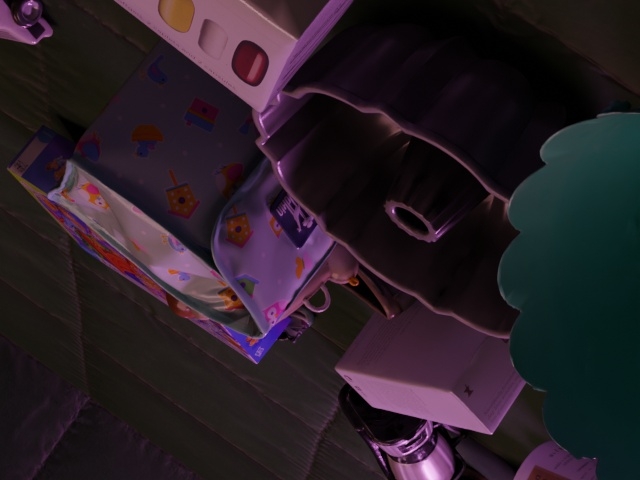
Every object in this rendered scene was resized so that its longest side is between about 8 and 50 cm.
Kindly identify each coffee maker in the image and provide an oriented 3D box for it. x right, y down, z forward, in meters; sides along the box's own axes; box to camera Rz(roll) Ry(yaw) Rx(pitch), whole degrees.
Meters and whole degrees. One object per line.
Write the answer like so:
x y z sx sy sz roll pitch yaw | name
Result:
0.092 0.238 2.122 0.171 0.120 0.178 24 157 34 | coffee maker

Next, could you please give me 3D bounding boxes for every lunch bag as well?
-0.094 -0.059 1.586 0.262 0.223 0.160 37 154 -3 | lunch bag

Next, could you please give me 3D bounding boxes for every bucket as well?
0.270 0.031 1.064 0.281 0.183 0.281 25 123 45 | bucket

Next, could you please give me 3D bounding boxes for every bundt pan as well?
0.108 -0.061 1.382 0.331 0.124 0.331 32 161 13 | bundt pan

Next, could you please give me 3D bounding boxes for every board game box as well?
-0.222 0.005 2.119 0.347 0.078 0.233 30 166 32 | board game box

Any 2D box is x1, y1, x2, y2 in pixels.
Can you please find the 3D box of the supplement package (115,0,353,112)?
-0.073 -0.258 1.110 0.262 0.204 0.145 37 161 0 | supplement package

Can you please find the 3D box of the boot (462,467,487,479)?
0.172 0.353 2.341 0.197 0.073 0.152 46 163 -4 | boot

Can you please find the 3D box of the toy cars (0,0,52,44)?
-0.387 -0.312 1.721 0.176 0.087 0.394 34 161 9 | toy cars

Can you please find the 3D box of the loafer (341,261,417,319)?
0.000 0.000 1.775 0.267 0.084 0.096 26 157 30 | loafer

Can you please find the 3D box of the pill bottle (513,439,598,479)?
0.339 0.324 1.867 0.229 0.131 0.131 18 154 43 | pill bottle

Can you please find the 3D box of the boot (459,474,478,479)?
0.258 0.403 2.197 0.207 0.094 0.246 0 135 38 | boot

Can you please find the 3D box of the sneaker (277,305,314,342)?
-0.063 0.105 2.160 0.098 0.069 0.038 24 157 34 | sneaker

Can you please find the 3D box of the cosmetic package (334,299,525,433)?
0.130 0.135 1.820 0.085 0.117 0.231 46 161 -27 | cosmetic package

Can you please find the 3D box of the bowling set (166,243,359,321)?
-0.100 -0.010 1.754 0.287 0.154 0.200 57 158 14 | bowling set
